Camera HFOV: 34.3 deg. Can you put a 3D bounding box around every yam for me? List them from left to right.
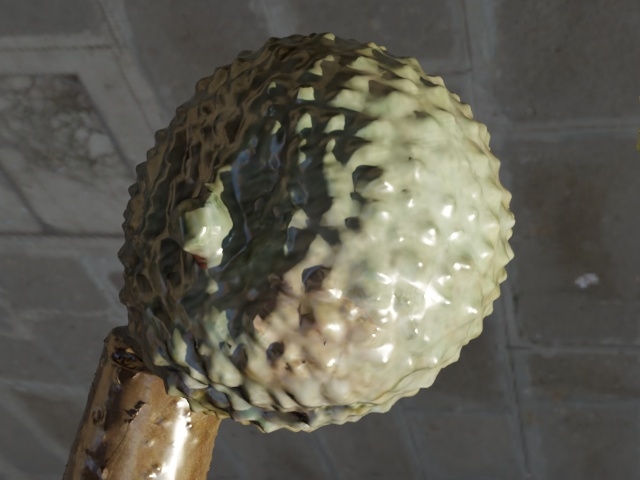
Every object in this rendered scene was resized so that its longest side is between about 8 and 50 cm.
[{"bbox_3d":[-0.159,0.219,0.852,0.131,0.280,0.131,17,-177,-1],"label":"yam"}]

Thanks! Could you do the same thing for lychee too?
[{"bbox_3d":[0.000,0.000,0.664,0.255,0.255,0.274,-10,165,28],"label":"lychee"}]

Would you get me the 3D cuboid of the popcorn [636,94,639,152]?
[{"bbox_3d":[0.321,-0.116,0.858,0.116,0.106,0.120,2,178,-5],"label":"popcorn"}]
